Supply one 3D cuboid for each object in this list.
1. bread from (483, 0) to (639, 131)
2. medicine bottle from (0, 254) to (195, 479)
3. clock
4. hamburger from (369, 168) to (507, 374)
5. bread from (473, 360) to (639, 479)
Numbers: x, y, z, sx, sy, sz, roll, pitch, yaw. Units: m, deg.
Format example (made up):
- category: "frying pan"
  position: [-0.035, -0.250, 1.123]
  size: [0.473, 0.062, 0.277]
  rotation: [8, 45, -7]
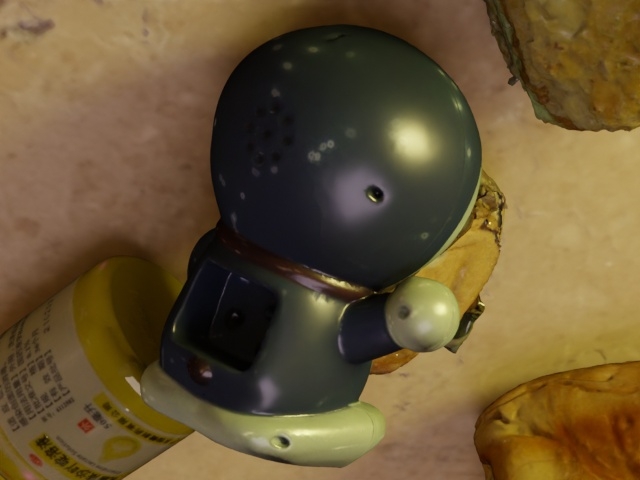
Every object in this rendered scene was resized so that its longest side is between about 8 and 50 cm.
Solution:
- category: "bread"
  position: [0.183, -0.143, 0.876]
  size: [0.196, 0.102, 0.138]
  rotation: [-16, 127, 11]
- category: "medicine bottle"
  position: [-0.173, 0.111, 1.045]
  size: [0.212, 0.122, 0.122]
  rotation: [-35, 124, 23]
- category: "clock"
  position: [0.000, 0.000, 0.911]
  size: [0.146, 0.199, 0.243]
  rotation: [10, 102, -49]
- category: "hamburger"
  position: [0.054, 0.023, 1.023]
  size: [0.176, 0.087, 0.102]
  rotation: [-44, 138, 15]
- category: "bread"
  position: [0.280, 0.150, 1.101]
  size: [0.344, 0.149, 0.195]
  rotation: [-13, 141, 6]
